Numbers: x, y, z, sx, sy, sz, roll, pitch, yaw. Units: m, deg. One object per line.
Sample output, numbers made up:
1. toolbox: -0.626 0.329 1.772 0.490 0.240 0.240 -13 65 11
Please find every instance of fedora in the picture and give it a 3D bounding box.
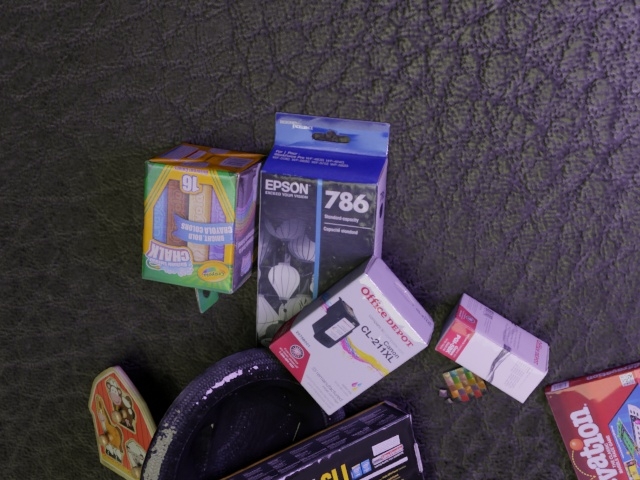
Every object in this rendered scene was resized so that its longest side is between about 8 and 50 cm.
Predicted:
1. fedora: -0.126 0.297 1.353 0.334 0.152 0.334 -6 103 -29

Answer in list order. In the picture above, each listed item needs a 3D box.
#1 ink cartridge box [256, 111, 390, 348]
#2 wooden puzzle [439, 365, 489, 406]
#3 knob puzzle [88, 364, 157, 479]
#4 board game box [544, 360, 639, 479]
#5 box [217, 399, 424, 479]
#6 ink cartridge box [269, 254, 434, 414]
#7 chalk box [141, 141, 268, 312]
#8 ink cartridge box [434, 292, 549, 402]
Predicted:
1. ink cartridge box: 0.000 0.000 1.302 0.165 0.065 0.332 6 108 14
2. wooden puzzle: 0.202 0.199 1.340 0.083 0.006 0.049 -22 100 20
3. knob puzzle: -0.301 0.279 1.435 0.213 0.030 0.213 22 121 42
4. board game box: 0.421 0.307 1.305 0.145 0.027 0.281 -19 101 21
5. box: 0.001 0.401 1.310 0.322 0.079 0.257 -22 107 -24
6. ink cartridge box: 0.041 0.124 1.258 0.175 0.072 0.127 -39 95 22
7. chalk box: -0.157 -0.011 1.302 0.132 0.132 0.213 10 108 11
8. ink cartridge box: 0.227 0.141 1.265 0.135 0.099 0.056 32 112 4
